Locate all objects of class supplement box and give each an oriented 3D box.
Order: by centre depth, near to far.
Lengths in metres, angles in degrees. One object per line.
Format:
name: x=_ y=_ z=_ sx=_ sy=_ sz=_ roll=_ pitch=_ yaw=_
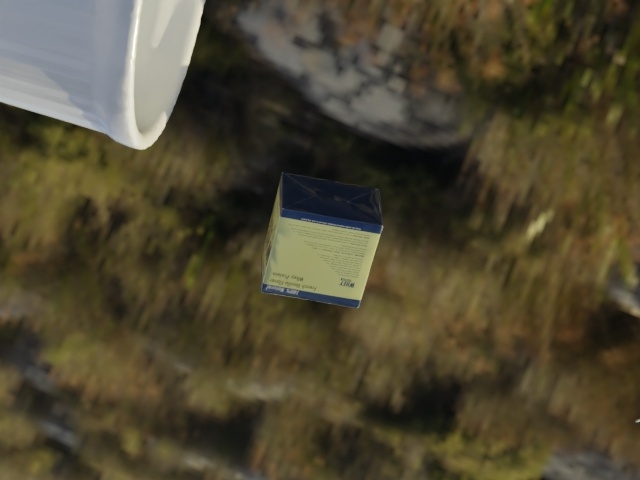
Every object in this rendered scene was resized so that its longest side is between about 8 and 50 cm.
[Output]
supplement box: x=0.000 y=0.000 z=1.448 sx=0.083 sy=0.083 sz=0.056 roll=10 pitch=-147 yaw=-8

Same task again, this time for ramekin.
ramekin: x=-0.164 y=-0.214 z=1.308 sx=0.135 sy=0.277 sz=0.277 roll=12 pitch=166 yaw=3

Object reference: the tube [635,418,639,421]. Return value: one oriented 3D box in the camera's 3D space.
tube: x=0.392 y=0.115 z=1.575 sx=0.070 sy=0.062 sz=0.240 roll=37 pitch=136 yaw=-25
